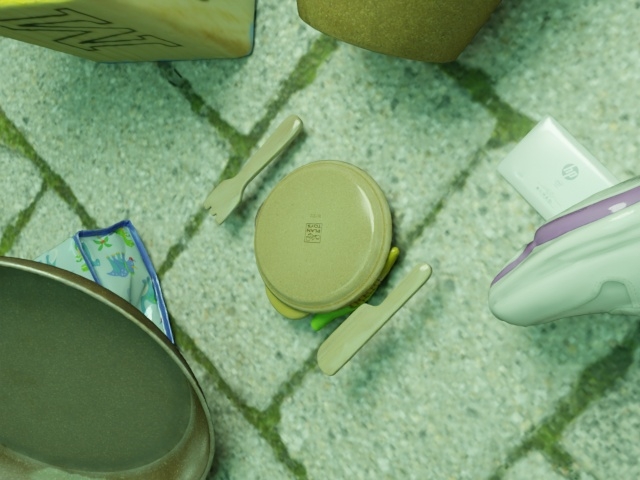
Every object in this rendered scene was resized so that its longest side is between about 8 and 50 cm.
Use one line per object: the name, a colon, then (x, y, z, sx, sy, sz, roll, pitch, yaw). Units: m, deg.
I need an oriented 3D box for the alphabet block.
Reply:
alphabet block: (-0.180, -0.256, 0.692, 0.193, 0.197, 0.192, 3, 91, 30)

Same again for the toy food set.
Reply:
toy food set: (0.000, 0.000, 0.682, 0.132, 0.038, 0.192, -45, 63, 14)

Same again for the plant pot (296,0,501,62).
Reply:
plant pot: (0.070, -0.256, 0.552, 0.237, 0.237, 0.254, 30, 119, 27)

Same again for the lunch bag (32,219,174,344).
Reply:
lunch bag: (-0.207, 0.078, 0.768, 0.129, 0.096, 0.151, -26, 90, 28)

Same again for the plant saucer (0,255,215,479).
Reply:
plant saucer: (-0.234, 0.126, 0.721, 0.311, 0.050, 0.310, 5, 127, 7)

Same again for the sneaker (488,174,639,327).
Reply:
sneaker: (0.243, 0.020, 0.491, 0.305, 0.114, 0.152, -21, 91, 32)

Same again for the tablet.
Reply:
tablet: (0.169, -0.041, 0.597, 0.054, 0.006, 0.083, -48, 68, 20)
